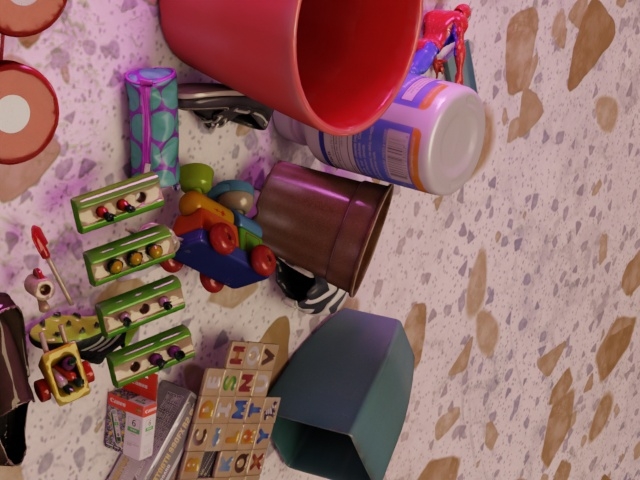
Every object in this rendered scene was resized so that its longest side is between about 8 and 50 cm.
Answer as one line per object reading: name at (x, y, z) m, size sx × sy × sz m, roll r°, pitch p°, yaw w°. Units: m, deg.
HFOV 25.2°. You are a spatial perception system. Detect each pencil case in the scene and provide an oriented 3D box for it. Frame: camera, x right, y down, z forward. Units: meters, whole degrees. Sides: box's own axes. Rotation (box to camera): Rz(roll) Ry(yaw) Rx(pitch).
pencil case at (-0.205, -0.135, 1.751) m, size 0.070 × 0.065 × 0.151 m, roll -66°, pitch 158°, yaw -64°

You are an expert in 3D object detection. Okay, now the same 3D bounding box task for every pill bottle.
pill bottle at (0.075, -0.163, 1.960) m, size 0.152 × 0.272 × 0.152 m, roll -29°, pitch 128°, yaw -46°

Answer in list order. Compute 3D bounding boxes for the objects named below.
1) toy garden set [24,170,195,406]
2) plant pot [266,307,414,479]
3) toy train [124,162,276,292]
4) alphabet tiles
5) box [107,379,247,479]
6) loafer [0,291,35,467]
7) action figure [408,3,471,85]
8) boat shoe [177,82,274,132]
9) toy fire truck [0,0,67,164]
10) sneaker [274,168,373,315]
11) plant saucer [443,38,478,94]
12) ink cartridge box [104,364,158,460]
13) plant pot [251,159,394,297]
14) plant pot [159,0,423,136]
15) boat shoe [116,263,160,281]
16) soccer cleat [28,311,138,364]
toy garden set at (-0.253, 0.067, 1.676) m, size 0.204 × 0.049 × 0.244 m, roll -21°, pitch 114°, yaw -27°
plant pot at (0.046, 0.232, 2.217) m, size 0.234 × 0.166 × 0.165 m, roll -60°, pitch 146°, yaw -30°
toy train at (-0.162, -0.037, 1.827) m, size 0.248 × 0.105 × 0.143 m, roll 31°, pitch 48°, yaw -50°
alphabet tiles at (-0.121, 0.257, 2.015) m, size 0.198 × 0.009 × 0.237 m, roll 11°, pitch 94°, yaw -58°
box at (-0.211, 0.333, 1.974) m, size 0.231 × 0.056 × 0.183 m, roll -63°, pitch 146°, yaw -16°
loafer at (-0.360, 0.164, 1.651) m, size 0.080 × 0.078 × 0.220 m, roll -25°, pitch 125°, yaw -49°
action figure at (0.161, -0.257, 2.215) m, size 0.280 × 0.091 × 0.139 m, roll -48°, pitch 134°, yaw -31°
boat shoe at (-0.123, -0.169, 1.850) m, size 0.206 × 0.075 × 0.065 m, roll -10°, pitch 111°, yaw -59°
toy fire truck at (-0.394, -0.200, 1.373) m, size 0.254 × 0.169 × 0.302 m, roll -4°, pitch 108°, yaw -36°
sneaker at (0.000, 0.000, 2.091) m, size 0.153 × 0.094 × 0.235 m, roll -2°, pitch 117°, yaw -65°
plant saucer at (0.239, -0.244, 2.402) m, size 0.067 × 0.018 × 0.192 m, roll -49°, pitch 141°, yaw -32°
ink cartridge box at (-0.246, 0.222, 1.863) m, size 0.029 × 0.063 × 0.115 m, roll -17°, pitch 119°, yaw -54°
plant pot at (-0.003, -0.025, 1.979) m, size 0.167 × 0.165 × 0.167 m, roll 19°, pitch 90°, yaw -84°
plant pot at (-0.045, -0.285, 1.752) m, size 0.275 × 0.243 × 0.275 m, roll -30°, pitch 129°, yaw -46°
boat shoe at (-0.227, 0.024, 1.828) m, size 0.100 × 0.035 × 0.035 m, roll -27°, pitch 106°, yaw -46°
soccer cleat at (-0.289, 0.122, 1.761) m, size 0.179 × 0.060 × 0.072 m, roll -10°, pitch 126°, yaw -54°
